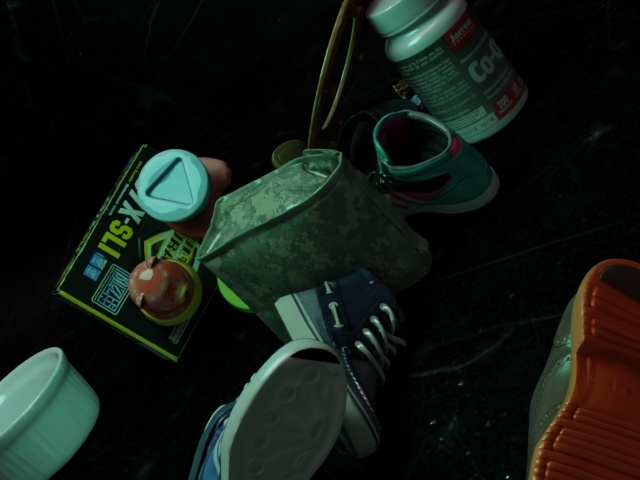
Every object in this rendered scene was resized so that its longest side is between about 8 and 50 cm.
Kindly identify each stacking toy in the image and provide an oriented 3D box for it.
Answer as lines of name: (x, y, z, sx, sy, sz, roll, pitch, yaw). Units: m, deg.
stacking toy: (-0.196, -0.010, 1.795, 0.279, 0.130, 0.309, 1, 79, 11)

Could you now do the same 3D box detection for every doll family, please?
doll family: (0.208, -0.310, 2.054, 0.111, 0.076, 0.193, -37, 37, 12)

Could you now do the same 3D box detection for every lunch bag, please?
lunch bag: (0.000, 0.000, 1.571, 0.287, 0.235, 0.169, -26, 32, 31)

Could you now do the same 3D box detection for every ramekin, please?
ramekin: (-0.550, 0.348, 1.970, 0.277, 0.135, 0.277, -34, 22, 16)

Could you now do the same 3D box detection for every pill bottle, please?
pill bottle: (0.213, -0.316, 1.767, 0.161, 0.283, 0.161, -35, 22, 16)

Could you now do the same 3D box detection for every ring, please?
ring: (0.040, -0.297, 1.820, 0.336, 0.032, 0.337, 15, -90, -84)

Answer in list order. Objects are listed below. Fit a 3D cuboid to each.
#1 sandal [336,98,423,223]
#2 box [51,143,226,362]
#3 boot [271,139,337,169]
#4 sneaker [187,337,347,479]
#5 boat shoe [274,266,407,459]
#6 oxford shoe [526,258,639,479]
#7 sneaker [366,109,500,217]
sandal: (0.098, -0.149, 1.843, 0.167, 0.107, 0.446, -32, 28, 24)
box: (-0.305, 0.024, 1.924, 0.322, 0.257, 0.079, -62, 17, -17)
boot: (-0.059, -0.140, 2.112, 0.197, 0.073, 0.152, -7, -18, -46)
sneaker: (-0.077, 0.218, 1.278, 0.236, 0.130, 0.323, -118, 42, -62)
boat shoe: (0.054, 0.142, 1.376, 0.158, 0.127, 0.340, -25, 31, -5)
oxford shoe: (0.254, 0.196, 0.973, 0.133, 0.130, 0.364, 112, -178, -56)
sneaker: (0.107, -0.109, 1.601, 0.295, 0.178, 0.124, -10, 49, 29)
